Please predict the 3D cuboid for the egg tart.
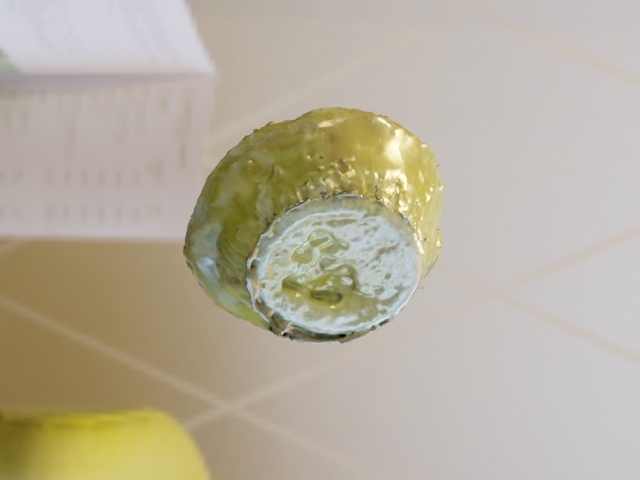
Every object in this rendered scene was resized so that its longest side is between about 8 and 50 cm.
[{"bbox_3d":[0.000,0.000,1.268,0.078,0.197,0.197,-108,-176,-52],"label":"egg tart"}]
